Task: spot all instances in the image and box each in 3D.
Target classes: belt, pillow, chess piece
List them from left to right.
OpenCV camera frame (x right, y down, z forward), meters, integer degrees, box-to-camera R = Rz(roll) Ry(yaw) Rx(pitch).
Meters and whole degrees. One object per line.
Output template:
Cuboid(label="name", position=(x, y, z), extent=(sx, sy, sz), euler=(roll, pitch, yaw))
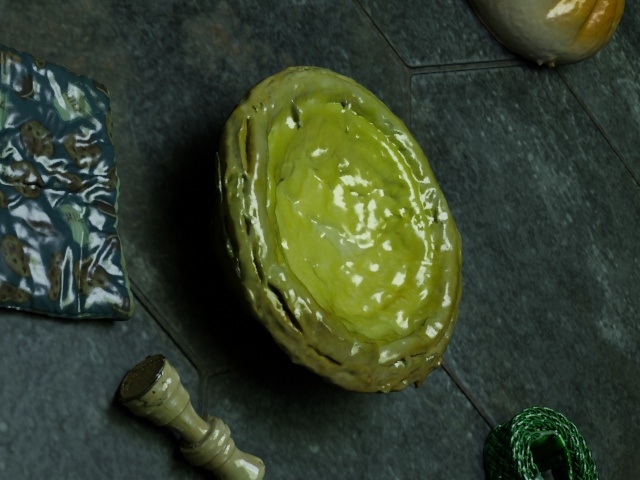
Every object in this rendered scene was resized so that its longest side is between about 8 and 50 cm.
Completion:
Cuboid(label="pillow", position=(-0.256, -0.053, 1.530), extent=(0.189, 0.034, 0.255), euler=(12, 63, -42))
Cuboid(label="chess piece", position=(-0.109, 0.180, 1.552), extent=(0.172, 0.060, 0.060), euler=(48, 42, -23))
Cuboid(label="belt", position=(0.244, 0.265, 1.891), extent=(0.121, 0.079, 0.151), euler=(-8, 65, -40))

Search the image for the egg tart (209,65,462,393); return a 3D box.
Cuboid(label="egg tart", position=(0.000, 0.000, 1.706), extent=(0.345, 0.132, 0.345), euler=(26, 52, -38))

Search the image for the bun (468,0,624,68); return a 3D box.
Cuboid(label="bun", position=(0.312, -0.379, 2.236), extent=(0.299, 0.165, 0.299), euler=(23, 56, -38))
